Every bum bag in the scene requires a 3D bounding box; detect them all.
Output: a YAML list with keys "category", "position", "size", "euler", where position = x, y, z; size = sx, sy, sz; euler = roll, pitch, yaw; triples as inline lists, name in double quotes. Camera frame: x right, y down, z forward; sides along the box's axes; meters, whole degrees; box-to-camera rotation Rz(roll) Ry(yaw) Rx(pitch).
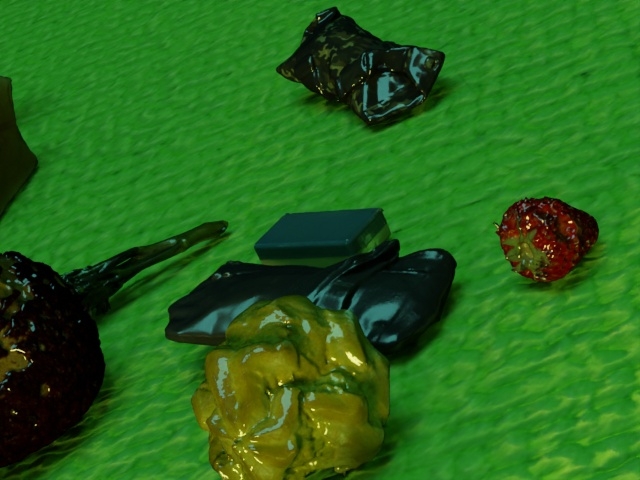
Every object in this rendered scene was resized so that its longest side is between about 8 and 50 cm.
- category: "bum bag"
  position: [0.037, -0.181, 2.033]
  size: [0.102, 0.069, 0.248]
  euler: [-53, 32, -3]
- category: "bum bag"
  position: [-0.011, 0.054, 1.617]
  size: [0.248, 0.060, 0.123]
  euler: [-6, 32, 34]

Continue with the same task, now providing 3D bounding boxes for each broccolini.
- category: "broccolini"
  position: [-0.174, 0.034, 1.854]
  size: [0.201, 0.058, 0.074]
  euler: [-17, 35, -19]

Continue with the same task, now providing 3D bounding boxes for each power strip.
- category: "power strip"
  position: [0.000, 0.000, 1.746]
  size: [0.123, 0.032, 0.056]
  euler: [-2, 33, 42]

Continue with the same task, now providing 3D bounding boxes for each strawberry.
- category: "strawberry"
  position: [0.182, -0.006, 1.546]
  size: [0.083, 0.073, 0.073]
  euler: [-26, 20, -35]

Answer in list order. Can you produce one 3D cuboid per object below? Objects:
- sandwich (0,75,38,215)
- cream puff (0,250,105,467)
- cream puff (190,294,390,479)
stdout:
- category: "sandwich"
  position: [-0.424, -0.068, 2.214]
  size: [0.155, 0.227, 0.198]
  euler: [-15, -10, 25]
- category: "cream puff"
  position: [-0.307, 0.102, 1.675]
  size: [0.239, 0.165, 0.239]
  euler: [-22, 22, 9]
- category: "cream puff"
  position: [-0.026, 0.118, 1.426]
  size: [0.156, 0.121, 0.156]
  euler: [-16, 29, 9]
